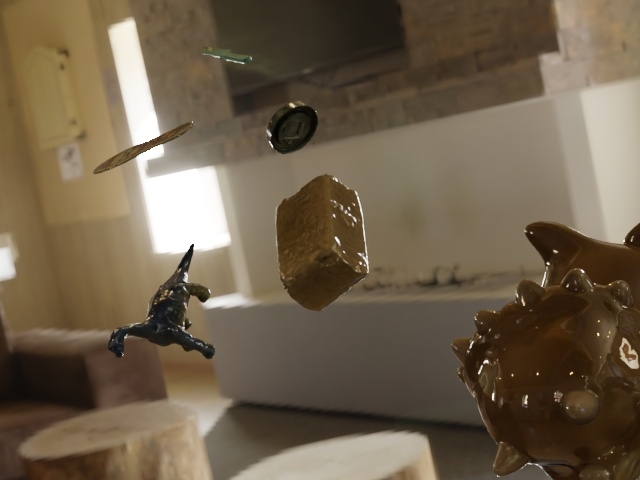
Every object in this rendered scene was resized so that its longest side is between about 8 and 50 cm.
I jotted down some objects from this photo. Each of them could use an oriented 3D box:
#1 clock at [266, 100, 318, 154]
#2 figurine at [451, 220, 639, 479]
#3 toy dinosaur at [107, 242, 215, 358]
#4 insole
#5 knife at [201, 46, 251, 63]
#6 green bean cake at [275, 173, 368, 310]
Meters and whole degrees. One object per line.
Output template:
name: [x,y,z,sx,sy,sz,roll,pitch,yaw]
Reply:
clock: [-0.042,-0.169,1.734,0.085,0.085,0.017,-15,44,-33]
figurine: [0.194,0.078,0.916,0.173,0.247,0.177,21,-26,-26]
toy dinosaur: [-0.239,0.087,1.704,0.075,0.248,0.188,-24,-39,29]
insole: [-0.272,-0.140,1.774,0.197,0.004,0.065,-21,23,27]
knife: [-0.088,-0.172,1.075,0.014,0.005,0.091,-36,30,-22]
green bean cake: [0.000,0.000,1.653,0.109,0.085,0.179,-34,37,27]
